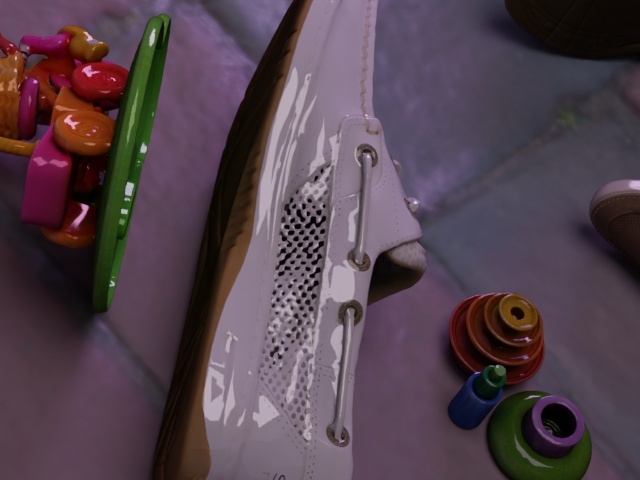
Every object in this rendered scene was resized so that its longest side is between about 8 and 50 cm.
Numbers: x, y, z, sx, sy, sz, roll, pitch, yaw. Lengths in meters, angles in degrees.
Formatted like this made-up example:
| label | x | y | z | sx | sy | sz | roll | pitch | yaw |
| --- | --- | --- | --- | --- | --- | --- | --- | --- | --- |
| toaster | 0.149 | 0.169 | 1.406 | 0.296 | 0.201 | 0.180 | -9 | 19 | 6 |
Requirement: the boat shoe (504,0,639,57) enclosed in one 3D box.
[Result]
| label | x | y | z | sx | sy | sz | roll | pitch | yaw |
| --- | --- | --- | --- | --- | --- | --- | --- | --- | --- |
| boat shoe | 0.165 | -0.133 | 1.038 | 0.153 | 0.056 | 0.048 | 4 | 48 | -21 |

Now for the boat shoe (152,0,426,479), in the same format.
| label | x | y | z | sx | sy | sz | roll | pitch | yaw |
| --- | --- | --- | --- | --- | --- | --- | --- | --- | --- |
| boat shoe | 0.000 | 0.000 | 0.861 | 0.096 | 0.098 | 0.277 | 18 | 63 | -10 |

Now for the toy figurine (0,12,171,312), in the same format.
| label | x | y | z | sx | sy | sz | roll | pitch | yaw |
| --- | --- | --- | --- | --- | --- | --- | --- | --- | --- |
| toy figurine | -0.155 | -0.059 | 0.838 | 0.159 | 0.130 | 0.173 | 11 | 32 | -3 |

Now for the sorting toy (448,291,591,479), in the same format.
| label | x | y | z | sx | sy | sz | roll | pitch | yaw |
| --- | --- | --- | --- | --- | --- | --- | --- | --- | --- |
| sorting toy | 0.093 | 0.065 | 0.884 | 0.061 | 0.042 | 0.102 | -15 | 65 | -29 |

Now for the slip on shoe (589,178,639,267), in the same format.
| label | x | y | z | sx | sy | sz | roll | pitch | yaw |
| --- | --- | --- | --- | --- | --- | --- | --- | --- | --- |
| slip on shoe | 0.191 | 0.020 | 0.950 | 0.135 | 0.051 | 0.041 | 35 | 50 | -7 |
